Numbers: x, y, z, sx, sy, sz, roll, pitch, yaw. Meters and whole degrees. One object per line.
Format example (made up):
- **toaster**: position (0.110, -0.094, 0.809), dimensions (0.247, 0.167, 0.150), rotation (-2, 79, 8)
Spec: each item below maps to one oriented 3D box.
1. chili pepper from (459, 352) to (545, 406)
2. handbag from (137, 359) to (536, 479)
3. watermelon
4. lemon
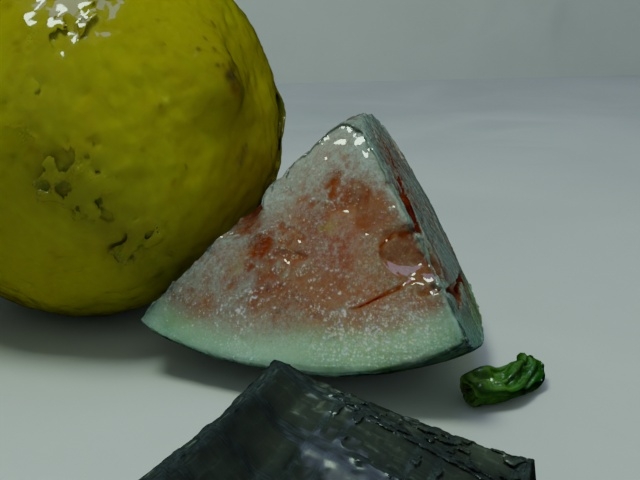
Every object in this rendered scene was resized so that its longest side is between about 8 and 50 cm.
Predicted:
- **chili pepper**: position (0.140, 0.104, 0.685), dimensions (0.091, 0.030, 0.034), rotation (-11, -5, -40)
- **handbag**: position (0.006, 0.152, 0.451), dimensions (0.175, 0.088, 0.270), rotation (15, 21, 21)
- **watermelon**: position (0.000, 0.000, 0.739), dimensions (0.262, 0.201, 0.213), rotation (-1, 8, 15)
- **lemon**: position (-0.219, -0.100, 0.830), dimensions (0.387, 0.349, 0.350), rotation (-10, 9, 34)
